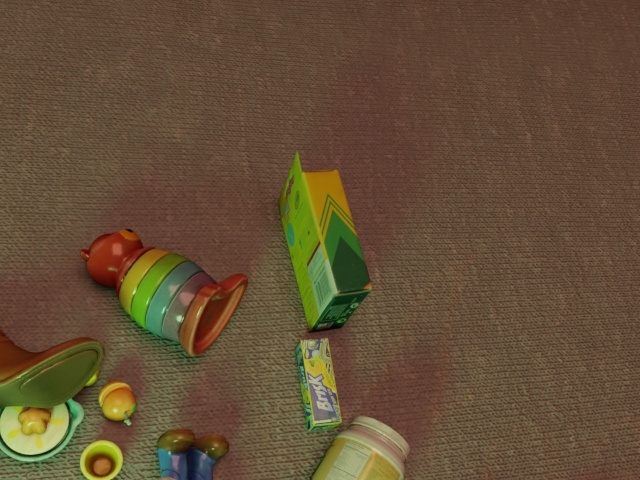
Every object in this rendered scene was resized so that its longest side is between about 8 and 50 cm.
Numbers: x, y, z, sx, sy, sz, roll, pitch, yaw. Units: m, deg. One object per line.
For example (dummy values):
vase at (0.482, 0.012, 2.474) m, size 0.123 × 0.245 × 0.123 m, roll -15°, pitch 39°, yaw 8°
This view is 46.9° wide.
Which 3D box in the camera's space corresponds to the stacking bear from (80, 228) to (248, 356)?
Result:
stacking bear at (-0.313, 0.078, 1.390) m, size 0.289 × 0.164 × 0.175 m, roll 29°, pitch 16°, yaw 14°

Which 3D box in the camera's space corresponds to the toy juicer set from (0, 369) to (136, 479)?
toy juicer set at (-0.477, 0.277, 1.272) m, size 0.329 × 0.089 × 0.209 m, roll 18°, pitch 60°, yaw -5°

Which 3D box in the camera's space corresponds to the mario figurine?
mario figurine at (-0.187, 0.473, 1.207) m, size 0.198 × 0.170 × 0.320 m, roll 2°, pitch 61°, yaw -17°

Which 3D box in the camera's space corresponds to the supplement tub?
supplement tub at (0.062, 0.430, 1.313) m, size 0.144 × 0.144 × 0.199 m, roll 34°, pitch 59°, yaw 4°

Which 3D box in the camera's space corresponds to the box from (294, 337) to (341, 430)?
box at (-0.005, 0.278, 1.427) m, size 0.059 × 0.054 × 0.169 m, roll -2°, pitch 64°, yaw -17°

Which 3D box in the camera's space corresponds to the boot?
boot at (-0.523, 0.203, 1.243) m, size 0.283 × 0.109 × 0.220 m, roll -36°, pitch 47°, yaw -11°

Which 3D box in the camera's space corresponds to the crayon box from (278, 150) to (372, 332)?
crayon box at (0.000, 0.000, 1.491) m, size 0.081 × 0.202 × 0.318 m, roll -7°, pitch 66°, yaw -20°
